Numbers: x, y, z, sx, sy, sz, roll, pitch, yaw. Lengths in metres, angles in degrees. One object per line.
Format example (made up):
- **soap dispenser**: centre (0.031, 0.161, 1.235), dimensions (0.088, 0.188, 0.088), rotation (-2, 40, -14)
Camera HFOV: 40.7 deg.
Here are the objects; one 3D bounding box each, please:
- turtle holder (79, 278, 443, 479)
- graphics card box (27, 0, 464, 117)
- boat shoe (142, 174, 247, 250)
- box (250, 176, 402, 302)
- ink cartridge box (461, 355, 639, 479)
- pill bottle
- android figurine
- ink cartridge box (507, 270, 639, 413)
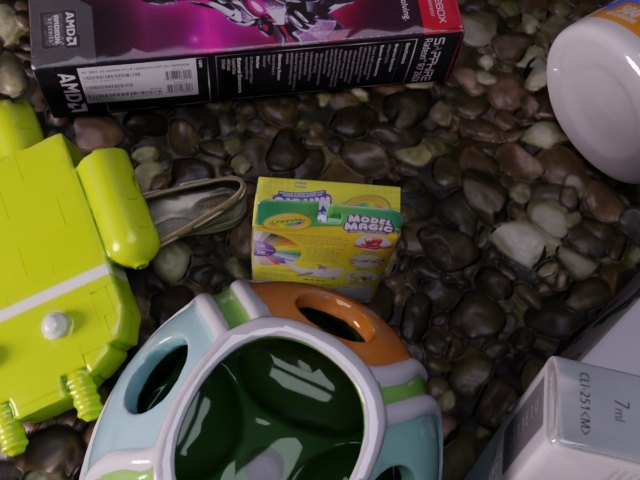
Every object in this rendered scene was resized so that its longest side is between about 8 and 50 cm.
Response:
- **turtle holder**: centre (-0.061, 0.165, 0.563), dimensions (0.320, 0.227, 0.243), rotation (-34, 77, -15)
- **graphics card box**: centre (-0.073, -0.247, 0.784), dimensions (0.370, 0.094, 0.233), rotation (-6, 71, -6)
- **boat shoe**: centre (-0.135, -0.019, 0.718), dimensions (0.152, 0.048, 0.056), rotation (-15, 72, -10)
- **box**: centre (0.000, 0.000, 0.653), dimensions (0.105, 0.179, 0.043), rotation (4, 70, -4)
- **ink cartridge box**: centre (0.215, 0.189, 0.552), dimensions (0.238, 0.275, 0.060), rotation (13, 52, -1)
- **pill bottle**: centre (0.350, -0.175, 0.761), dimensions (0.272, 0.152, 0.152), rotation (-30, 75, -13)
- **android figurine**: centre (-0.245, 0.026, 0.673), dimensions (0.248, 0.056, 0.273), rotation (-22, 72, 2)
- **ink cartridge box**: centre (0.262, 0.077, 0.657), dimensions (0.219, 0.160, 0.092), rotation (-41, 77, -17)
